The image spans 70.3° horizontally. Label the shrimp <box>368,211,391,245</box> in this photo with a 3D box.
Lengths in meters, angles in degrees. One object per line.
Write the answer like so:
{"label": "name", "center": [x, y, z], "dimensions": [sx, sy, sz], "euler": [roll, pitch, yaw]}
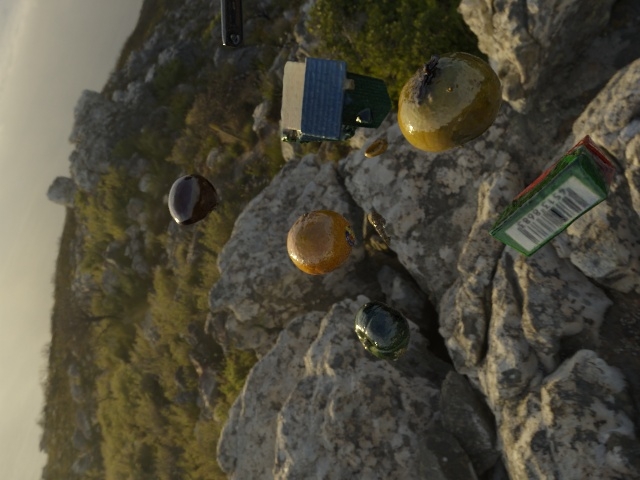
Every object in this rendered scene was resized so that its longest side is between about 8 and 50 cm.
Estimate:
{"label": "shrimp", "center": [0.270, -0.050, 1.994], "dimensions": [0.058, 0.253, 0.173], "euler": [-31, 77, 12]}

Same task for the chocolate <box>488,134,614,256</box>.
{"label": "chocolate", "center": [0.772, -0.144, 1.495], "dimensions": [0.161, 0.341, 0.360], "euler": [46, 132, 9]}

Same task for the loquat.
{"label": "loquat", "center": [0.219, -0.227, 0.770], "dimensions": [0.172, 0.204, 0.150], "euler": [-33, 66, 26]}

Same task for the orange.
{"label": "orange", "center": [0.001, 0.003, 1.443], "dimensions": [0.219, 0.193, 0.219], "euler": [-28, 37, 24]}

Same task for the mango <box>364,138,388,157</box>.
{"label": "mango", "center": [0.241, -0.397, 1.967], "dimensions": [0.114, 0.057, 0.079], "euler": [-31, 31, -11]}

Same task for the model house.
{"label": "model house", "center": [0.073, -0.551, 1.873], "dimensions": [0.342, 0.382, 0.335], "euler": [26, 116, 51]}

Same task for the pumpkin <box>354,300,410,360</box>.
{"label": "pumpkin", "center": [0.187, 0.274, 1.381], "dimensions": [0.190, 0.190, 0.146], "euler": [17, 69, 50]}

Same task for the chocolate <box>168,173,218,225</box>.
{"label": "chocolate", "center": [-0.331, -0.099, 1.178], "dimensions": [0.124, 0.127, 0.133], "euler": [-32, 38, 14]}

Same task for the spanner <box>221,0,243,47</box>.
{"label": "spanner", "center": [-0.150, -0.493, 0.780], "dimensions": [0.024, 0.087, 0.316], "euler": [-120, 26, -43]}
